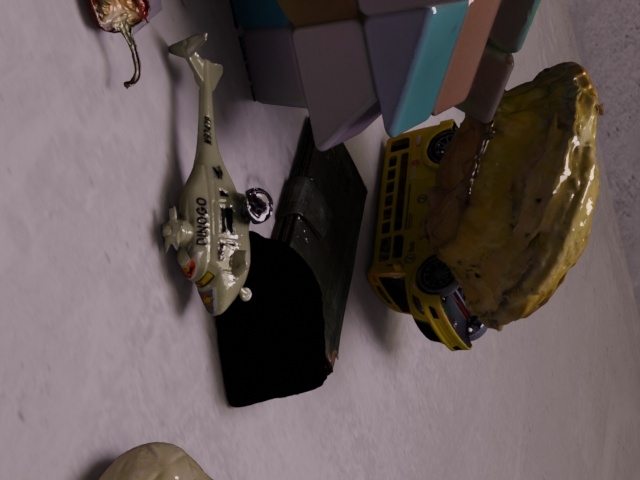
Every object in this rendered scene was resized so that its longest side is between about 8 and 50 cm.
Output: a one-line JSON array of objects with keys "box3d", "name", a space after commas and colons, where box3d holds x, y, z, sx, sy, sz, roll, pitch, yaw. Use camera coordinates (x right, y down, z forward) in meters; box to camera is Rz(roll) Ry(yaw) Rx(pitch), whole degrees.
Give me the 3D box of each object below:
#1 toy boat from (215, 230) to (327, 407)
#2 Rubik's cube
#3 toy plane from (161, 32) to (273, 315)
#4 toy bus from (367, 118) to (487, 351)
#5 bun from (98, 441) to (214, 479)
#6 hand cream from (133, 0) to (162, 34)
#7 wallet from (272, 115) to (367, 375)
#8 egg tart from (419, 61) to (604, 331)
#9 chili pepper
[{"box3d": [-0.053, 0.081, 1.317, 0.116, 0.061, 0.188, -8, 92, -44], "name": "toy boat"}, {"box3d": [0.066, -0.298, 1.343, 0.358, 0.368, 0.387, -32, 114, -50], "name": "Rubik's cube"}, {"box3d": [-0.116, -0.065, 1.247, 0.108, 0.092, 0.286, 8, 76, -39], "name": "toy plane"}, {"box3d": [0.158, -0.002, 1.744, 0.145, 0.151, 0.331, 55, 35, -47], "name": "toy bus"}, {"box3d": [-0.127, 0.300, 1.062, 0.210, 0.116, 0.237, -37, 116, -62], "name": "bun"}, {"box3d": [-0.185, -0.282, 1.199, 0.084, 0.053, 0.142, -58, 150, -54], "name": "hand cream"}, {"box3d": [0.001, 0.000, 1.522, 0.317, 0.044, 0.169, -76, 147, -41], "name": "wallet"}, {"box3d": [0.219, -0.063, 1.478, 0.352, 0.150, 0.352, -162, -90, -79], "name": "egg tart"}, {"box3d": [-0.207, -0.276, 1.140, 0.050, 0.059, 0.268, -145, -142, -75], "name": "chili pepper"}]
